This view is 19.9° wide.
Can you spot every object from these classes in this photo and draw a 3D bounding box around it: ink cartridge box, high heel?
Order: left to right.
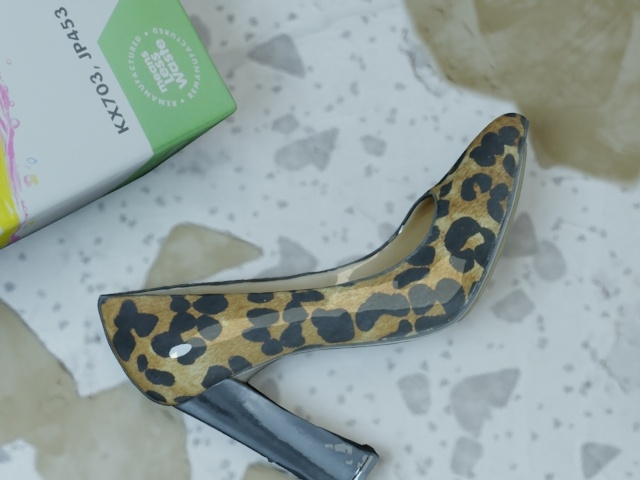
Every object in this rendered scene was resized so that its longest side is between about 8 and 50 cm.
[{"bbox_3d":[-0.240,-0.075,0.960,0.353,0.119,0.207,-31,93,-39],"label":"ink cartridge box"},{"bbox_3d":[0.000,0.000,1.070,0.186,0.093,0.261,32,81,-6],"label":"high heel"}]
